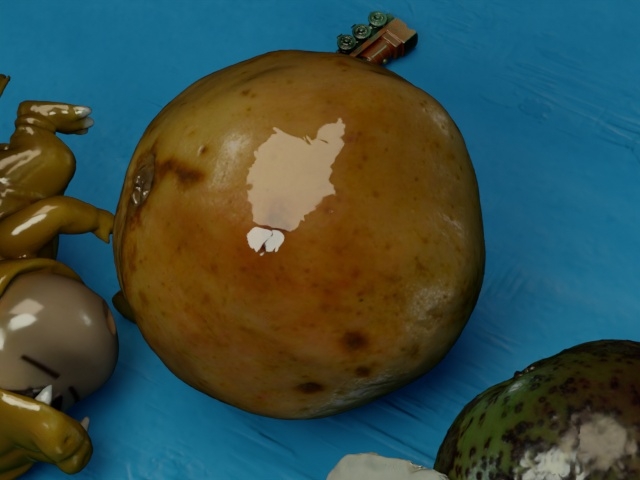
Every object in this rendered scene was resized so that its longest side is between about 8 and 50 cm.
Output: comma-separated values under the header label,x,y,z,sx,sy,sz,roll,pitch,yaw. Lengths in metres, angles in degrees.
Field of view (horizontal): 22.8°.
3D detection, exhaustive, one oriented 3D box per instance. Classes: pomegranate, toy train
label,x,y,z,sx,sy,sz,roll,pitch,yaw
pomegranate,0.261,0.265,1.411,0.285,0.285,0.340,-23,84,-11
toy train,0.063,-0.234,1.933,0.103,0.044,0.064,-40,68,-22
pomegranate,0.000,0.000,1.585,0.410,0.410,0.410,-3,52,4

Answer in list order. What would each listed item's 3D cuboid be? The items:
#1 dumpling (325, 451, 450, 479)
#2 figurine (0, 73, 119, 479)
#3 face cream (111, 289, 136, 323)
label,x,y,z,sx,sy,sz,roll,pitch,yaw
dumpling,0.030,0.361,1.349,0.260,0.181,0.341,-9,34,49
figurine,-0.363,0.055,1.635,0.401,0.268,0.387,-21,55,44
face cream,-0.162,0.014,1.760,0.072,0.051,0.182,22,57,21
